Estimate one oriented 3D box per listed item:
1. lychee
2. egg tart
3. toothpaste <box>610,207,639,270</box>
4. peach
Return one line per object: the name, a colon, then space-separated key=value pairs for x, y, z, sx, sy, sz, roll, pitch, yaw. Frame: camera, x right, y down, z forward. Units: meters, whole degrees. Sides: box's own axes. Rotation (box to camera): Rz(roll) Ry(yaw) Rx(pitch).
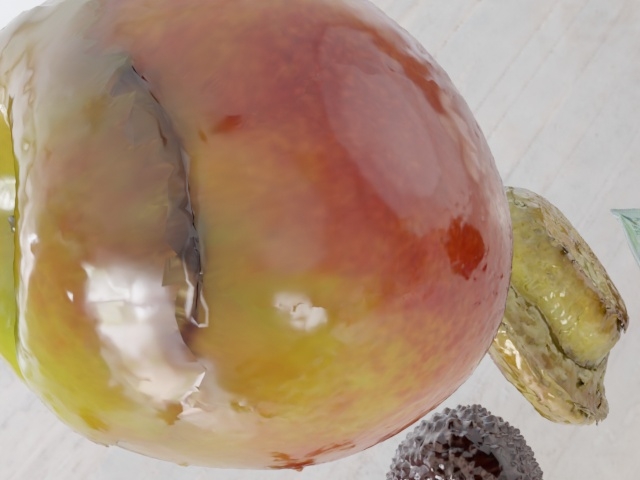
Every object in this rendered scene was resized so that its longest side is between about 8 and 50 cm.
lychee: x=0.270 y=0.465 z=1.586 sx=0.306 sy=0.306 sz=0.330 roll=14 pitch=15 yaw=33
egg tart: x=0.298 y=0.056 z=1.219 sx=0.178 sy=0.443 sz=0.443 roll=-38 pitch=42 yaw=18
toothpaste: x=0.514 y=0.029 z=1.314 sx=0.075 sy=0.048 sz=0.297 roll=0 pitch=33 yaw=5
peach: x=-0.044 y=-0.019 z=0.579 sx=0.370 sy=0.370 sz=0.370 roll=-13 pitch=47 yaw=14
